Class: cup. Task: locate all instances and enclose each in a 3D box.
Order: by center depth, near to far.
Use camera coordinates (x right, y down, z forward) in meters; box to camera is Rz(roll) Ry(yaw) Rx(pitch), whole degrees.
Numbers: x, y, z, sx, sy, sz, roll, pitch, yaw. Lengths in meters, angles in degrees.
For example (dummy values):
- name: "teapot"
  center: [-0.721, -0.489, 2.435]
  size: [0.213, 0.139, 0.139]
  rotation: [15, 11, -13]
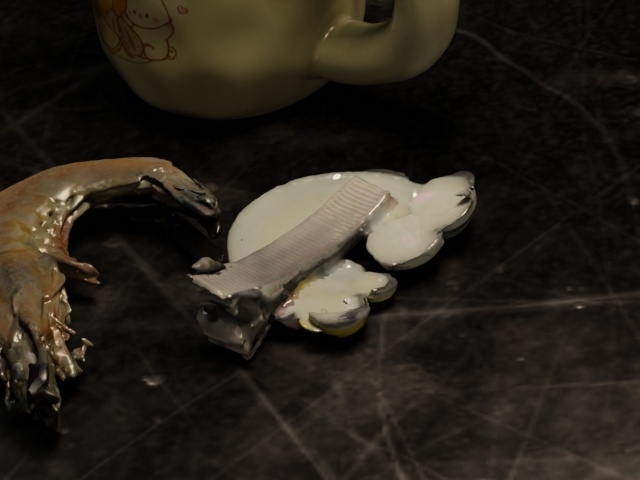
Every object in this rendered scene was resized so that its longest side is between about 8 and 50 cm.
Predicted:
- name: "cup"
  center: [-0.026, -0.191, 1.185]
  size: [0.255, 0.202, 0.173]
  rotation: [3, 39, 17]

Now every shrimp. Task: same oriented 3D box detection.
- name: "shrimp"
  center: [-0.124, 0.022, 1.060]
  size: [0.152, 0.046, 0.219]
  rotation: [-14, 36, -1]

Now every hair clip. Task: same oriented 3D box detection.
- name: "hair clip"
  center: [0.000, 0.000, 1.057]
  size: [0.116, 0.049, 0.172]
  rotation: [26, 46, 32]
